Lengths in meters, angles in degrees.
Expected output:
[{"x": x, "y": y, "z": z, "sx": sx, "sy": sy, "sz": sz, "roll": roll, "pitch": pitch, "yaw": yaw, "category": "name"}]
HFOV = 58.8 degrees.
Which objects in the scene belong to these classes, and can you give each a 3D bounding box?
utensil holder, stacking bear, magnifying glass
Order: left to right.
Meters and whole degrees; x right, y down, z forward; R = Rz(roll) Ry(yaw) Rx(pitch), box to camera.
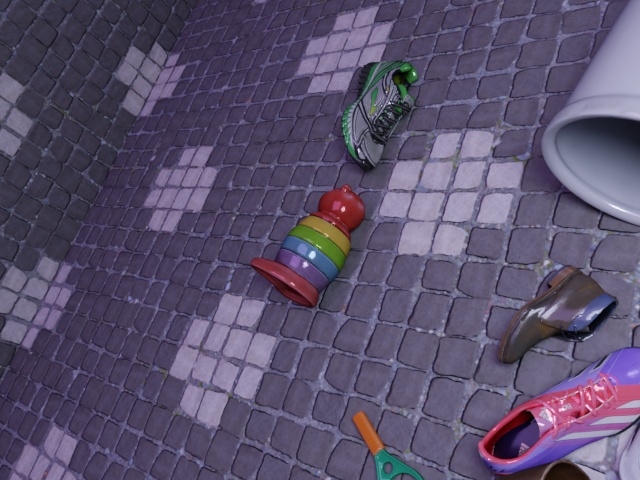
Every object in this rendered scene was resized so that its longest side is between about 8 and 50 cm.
[{"x": 0.000, "y": 0.000, "z": 1.357, "sx": 0.164, "sy": 0.175, "sz": 0.289, "roll": 19, "pitch": 69, "yaw": 45, "category": "stacking bear"}, {"x": 0.126, "y": 0.425, "z": 1.081, "sx": 0.092, "sy": 0.026, "sz": 0.231, "roll": -43, "pitch": 48, "yaw": 8, "category": "magnifying glass"}, {"x": 0.607, "y": -0.253, "z": 0.929, "sx": 0.328, "sy": 0.327, "sz": 0.385, "roll": 25, "pitch": 78, "yaw": 44, "category": "utensil holder"}]

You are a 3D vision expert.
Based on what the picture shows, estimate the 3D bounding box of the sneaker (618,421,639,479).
[{"x": 0.540, "y": 0.213, "z": 0.761, "sx": 0.366, "sy": 0.210, "sz": 0.137, "roll": -44, "pitch": 45, "yaw": 6, "category": "sneaker"}]

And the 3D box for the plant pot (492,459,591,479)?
[{"x": 0.277, "y": 0.450, "z": 0.840, "sx": 0.230, "sy": 0.215, "sz": 0.215, "roll": -28, "pitch": 48, "yaw": 41, "category": "plant pot"}]

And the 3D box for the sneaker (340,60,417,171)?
[{"x": 0.154, "y": -0.332, "z": 1.453, "sx": 0.146, "sy": 0.134, "sz": 0.343, "roll": -1, "pitch": 62, "yaw": 36, "category": "sneaker"}]

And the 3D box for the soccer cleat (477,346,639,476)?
[{"x": 0.393, "y": 0.273, "z": 0.902, "sx": 0.318, "sy": 0.116, "sz": 0.108, "roll": -39, "pitch": 47, "yaw": 12, "category": "soccer cleat"}]

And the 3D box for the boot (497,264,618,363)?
[{"x": 0.412, "y": 0.148, "z": 0.992, "sx": 0.219, "sy": 0.082, "sz": 0.106, "roll": -50, "pitch": 43, "yaw": -2, "category": "boot"}]
